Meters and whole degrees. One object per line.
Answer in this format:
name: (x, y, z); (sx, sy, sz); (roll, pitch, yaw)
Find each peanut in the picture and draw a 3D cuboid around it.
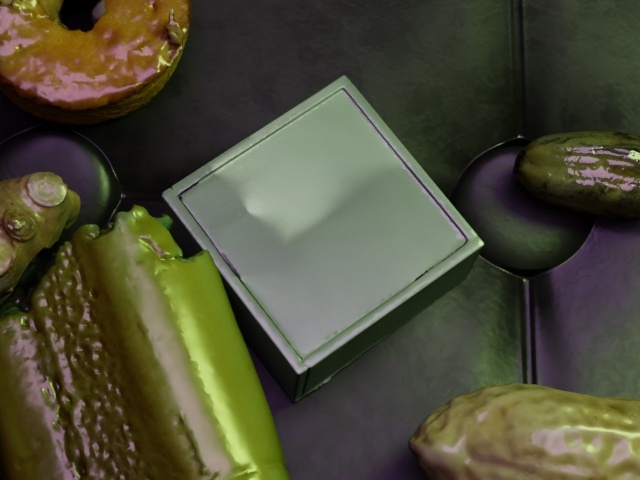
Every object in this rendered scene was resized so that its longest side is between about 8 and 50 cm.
peanut: (0.244, 0.207, 1.363); (0.325, 0.153, 0.140); (9, 102, 2)

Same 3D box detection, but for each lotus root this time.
lotus root: (0.290, -0.070, 1.504); (0.179, 0.080, 0.089); (9, 91, 5)

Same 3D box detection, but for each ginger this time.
ginger: (-0.328, 0.009, 1.406); (0.216, 0.157, 0.102); (-35, 94, -8)

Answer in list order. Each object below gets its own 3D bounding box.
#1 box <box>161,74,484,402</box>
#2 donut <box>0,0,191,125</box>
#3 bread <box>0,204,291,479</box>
box: (0.000, 0.000, 1.445); (0.225, 0.117, 0.225); (-34, 75, -15)
donut: (-0.250, -0.240, 1.523); (0.254, 0.118, 0.253); (1, 72, -2)
bread: (-0.158, 0.188, 1.311); (0.251, 0.208, 0.376); (-26, 69, 12)
